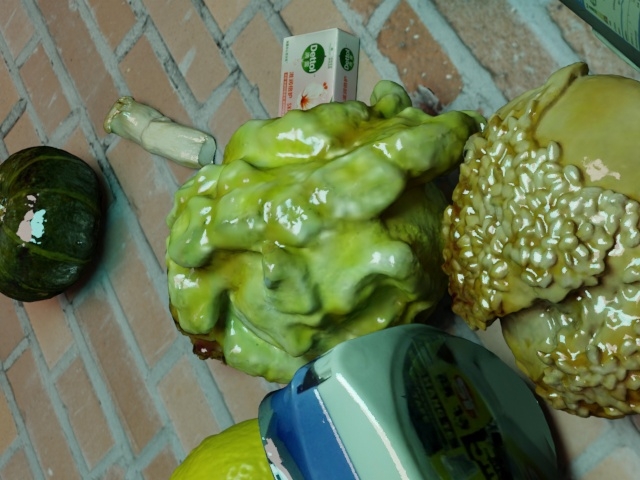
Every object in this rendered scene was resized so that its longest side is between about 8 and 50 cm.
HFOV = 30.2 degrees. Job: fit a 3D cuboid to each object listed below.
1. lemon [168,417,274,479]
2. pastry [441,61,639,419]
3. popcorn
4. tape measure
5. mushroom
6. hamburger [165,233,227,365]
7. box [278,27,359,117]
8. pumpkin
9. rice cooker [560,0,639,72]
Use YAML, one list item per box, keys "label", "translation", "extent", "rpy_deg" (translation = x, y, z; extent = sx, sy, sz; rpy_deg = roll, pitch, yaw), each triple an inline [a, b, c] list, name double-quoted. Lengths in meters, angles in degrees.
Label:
- label: "lemon"
  translation: [-0.040, 0.317, 1.200]
  extent: [0.293, 0.293, 0.293]
  rpy_deg: [-9, 75, 39]
- label: "pastry"
  translation: [0.232, 0.015, 1.018]
  extent: [0.284, 0.184, 0.316]
  rpy_deg: [-28, 88, 47]
- label: "popcorn"
  translation: [0.009, -0.002, 1.213]
  extent: [0.274, 0.335, 0.279]
  rpy_deg: [-101, 2, -64]
- label: "tape measure"
  translation: [0.102, 0.211, 1.102]
  extent: [0.138, 0.262, 0.259]
  rpy_deg: [-36, 73, 37]
- label: "mushroom"
  translation: [-0.216, -0.142, 1.589]
  extent: [0.202, 0.054, 0.059]
  rpy_deg: [28, 98, 36]
- label: "hamburger"
  translation: [-0.111, 0.035, 1.412]
  extent: [0.183, 0.130, 0.206]
  rpy_deg: [-26, 63, 32]
- label: "box"
  translation: [-0.003, -0.184, 1.416]
  extent: [0.089, 0.043, 0.125]
  rpy_deg: [-4, 79, 40]
- label: "pumpkin"
  translation: [-0.388, -0.023, 1.644]
  extent: [0.223, 0.157, 0.224]
  rpy_deg: [-32, 49, 46]
- label: "rice cooker"
  translation: [0.315, -0.286, 1.008]
  extent: [0.288, 0.288, 0.277]
  rpy_deg: [-54, 54, 19]
